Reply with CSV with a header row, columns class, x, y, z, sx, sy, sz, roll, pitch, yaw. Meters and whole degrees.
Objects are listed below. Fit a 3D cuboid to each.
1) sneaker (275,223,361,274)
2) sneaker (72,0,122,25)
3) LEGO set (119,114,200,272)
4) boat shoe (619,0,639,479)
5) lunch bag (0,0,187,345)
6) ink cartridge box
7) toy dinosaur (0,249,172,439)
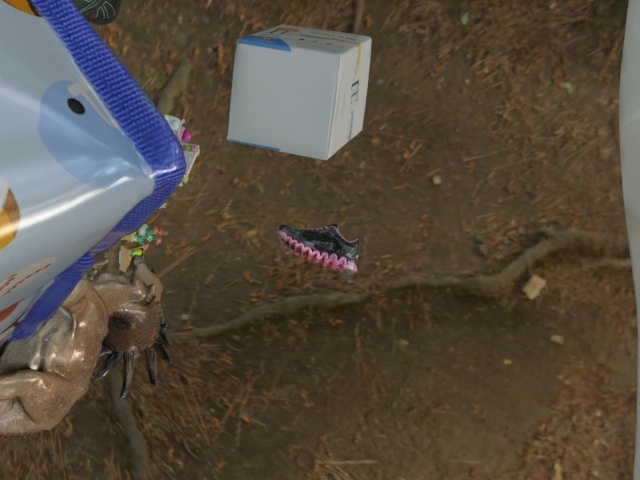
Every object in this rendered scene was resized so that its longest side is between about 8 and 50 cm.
class,x,y,z,sx,sy,sz,roll,pitch,yaw
sneaker,0.000,0.000,1.285,0.119,0.047,0.057,24,76,-7
sneaker,-0.375,-0.406,1.563,0.101,0.267,0.106,40,118,-6
LEGO set,-0.275,-0.078,1.661,0.107,0.132,0.287,12,82,10
boat shoe,0.231,0.012,0.441,0.127,0.158,0.341,6,82,-58
lunch bag,-0.303,-0.085,0.341,0.327,0.239,0.386,-31,86,-45
ink cartridge box,-0.028,-0.250,1.585,0.171,0.233,0.168,11,110,12
toy dinosaur,-0.260,0.118,0.970,0.296,0.127,0.200,-47,137,-19
